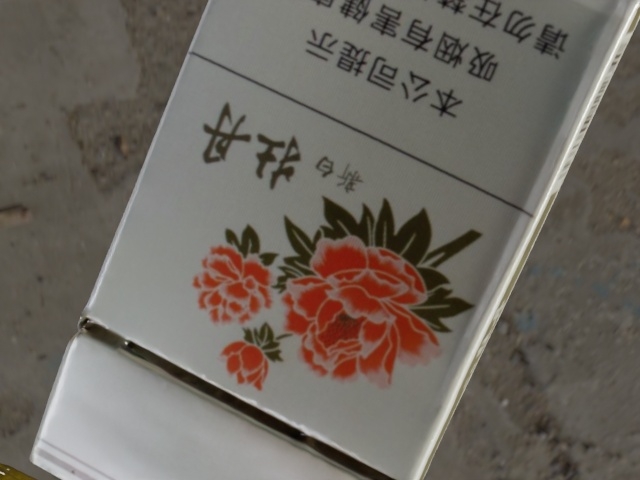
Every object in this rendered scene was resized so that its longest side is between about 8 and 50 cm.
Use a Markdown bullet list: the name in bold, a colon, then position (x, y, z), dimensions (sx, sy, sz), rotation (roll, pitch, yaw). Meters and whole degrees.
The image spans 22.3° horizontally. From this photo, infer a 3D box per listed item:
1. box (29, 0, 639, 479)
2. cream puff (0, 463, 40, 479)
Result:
- **box**: position (0.000, 0.000, 0.453), dimensions (0.109, 0.029, 0.198), rotation (27, 106, 12)
- **cream puff**: position (-0.176, 0.181, 0.884), dimensions (0.121, 0.156, 0.156), rotation (-25, 71, -36)
